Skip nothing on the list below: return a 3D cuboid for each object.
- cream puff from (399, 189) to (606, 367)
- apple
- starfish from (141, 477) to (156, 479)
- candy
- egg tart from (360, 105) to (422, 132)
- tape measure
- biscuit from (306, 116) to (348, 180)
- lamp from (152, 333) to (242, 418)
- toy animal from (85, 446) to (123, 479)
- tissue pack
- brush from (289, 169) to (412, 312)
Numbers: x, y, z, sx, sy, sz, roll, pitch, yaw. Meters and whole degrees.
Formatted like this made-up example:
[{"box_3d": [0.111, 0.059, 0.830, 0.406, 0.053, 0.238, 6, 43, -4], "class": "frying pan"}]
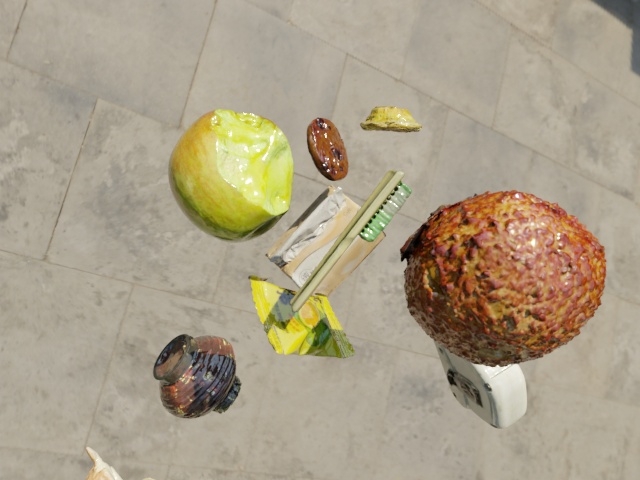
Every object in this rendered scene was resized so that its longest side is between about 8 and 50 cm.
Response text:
[{"box_3d": [0.312, 0.079, 0.907, 0.351, 0.228, 0.350, -5, 125, -8], "class": "cream puff"}, {"box_3d": [-0.159, -0.116, 1.042, 0.246, 0.246, 0.226, -22, 74, -27], "class": "apple"}, {"box_3d": [-0.210, 0.644, 1.131, 0.082, 0.432, 0.323, -44, 130, -55], "class": "starfish"}, {"box_3d": [-0.040, 0.176, 1.197, 0.297, 0.081, 0.187, 19, 40, -51], "class": "candy"}, {"box_3d": [0.143, -0.243, 1.094, 0.129, 0.129, 0.049, -2, 100, -28], "class": "egg tart"}, {"box_3d": [0.413, 0.344, 1.430, 0.130, 0.265, 0.258, -25, 112, -14], "class": "tape measure"}, {"box_3d": [0.024, -0.253, 1.506, 0.192, 0.049, 0.192, 43, 37, -45], "class": "biscuit"}, {"box_3d": [-0.332, 0.374, 1.493, 0.247, 0.247, 0.246, 1, 88, -28], "class": "lamp"}, {"box_3d": [-0.584, 0.640, 1.340, 0.185, 0.104, 0.184, -42, 84, -12], "class": "toy animal"}, {"box_3d": [0.000, 0.000, 1.622, 0.305, 0.238, 0.238, -47, 110, -3], "class": "tissue pack"}, {"box_3d": [0.049, 0.006, 0.877, 0.048, 0.054, 0.282, 39, 90, -10], "class": "brush"}]
